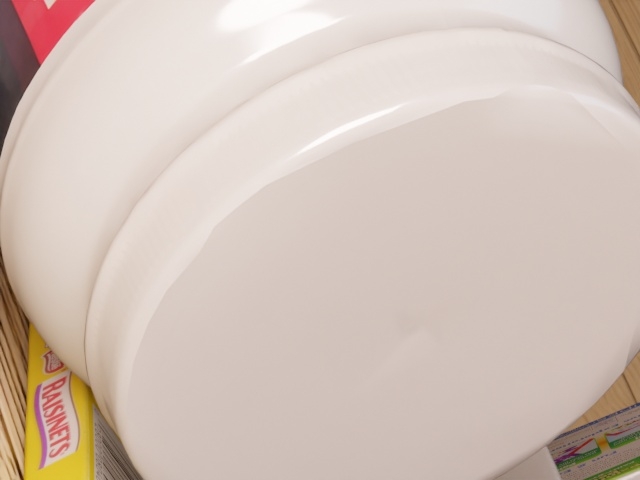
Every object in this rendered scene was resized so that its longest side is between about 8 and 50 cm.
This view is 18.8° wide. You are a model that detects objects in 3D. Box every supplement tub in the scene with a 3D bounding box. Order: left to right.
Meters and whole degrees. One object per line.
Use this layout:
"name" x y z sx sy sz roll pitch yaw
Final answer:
"supplement tub" -0.024 -0.063 0.610 0.272 0.191 0.191 61 0 42

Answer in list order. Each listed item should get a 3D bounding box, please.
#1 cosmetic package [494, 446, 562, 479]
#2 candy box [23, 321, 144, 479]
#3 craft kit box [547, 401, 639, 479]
"cosmetic package" 0.089 0.237 0.825 0.224 0.138 0.224 -100 165 -73
"candy box" -0.062 0.078 0.630 0.206 0.027 0.105 -105 169 -63
"craft kit box" 0.174 0.183 1.366 0.246 0.250 0.061 -8 75 -85
